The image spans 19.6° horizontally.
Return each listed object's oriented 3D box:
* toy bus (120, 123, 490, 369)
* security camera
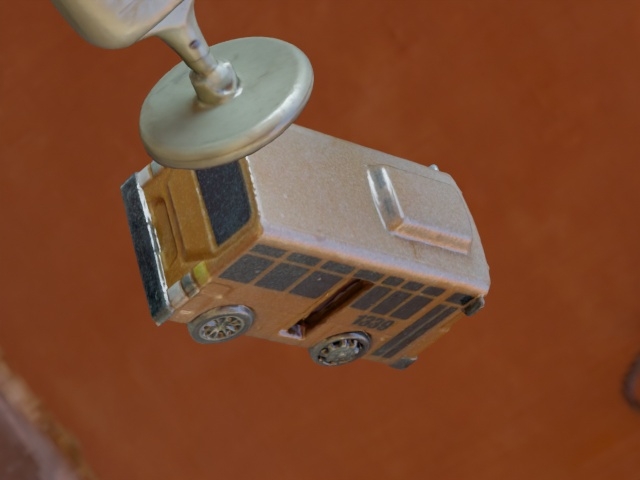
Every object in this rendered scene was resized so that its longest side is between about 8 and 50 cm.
[{"bbox_3d":[0.000,0.000,0.947,0.182,0.103,0.091,15,47,-43],"label":"toy bus"},{"bbox_3d":[-0.045,-0.069,0.509,0.058,0.058,0.092,-97,163,-52],"label":"security camera"}]
